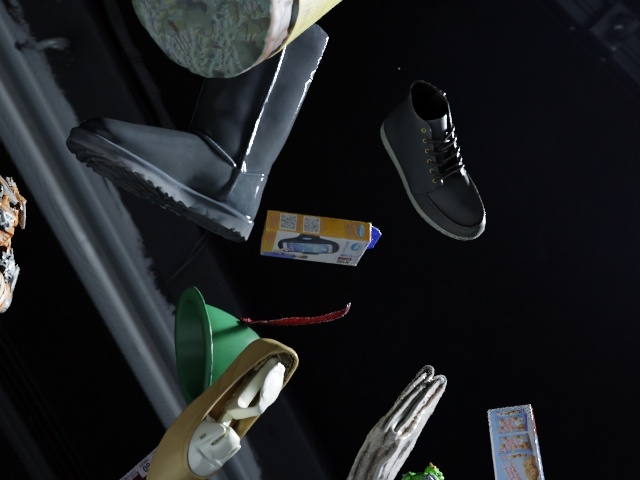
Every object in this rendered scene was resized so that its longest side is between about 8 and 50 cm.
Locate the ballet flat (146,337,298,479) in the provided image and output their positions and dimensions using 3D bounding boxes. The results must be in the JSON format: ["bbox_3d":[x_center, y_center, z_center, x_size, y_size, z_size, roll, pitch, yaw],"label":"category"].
[{"bbox_3d":[-0.107,0.202,0.753,0.073,0.232,0.080,-2,-50,44],"label":"ballet flat"}]

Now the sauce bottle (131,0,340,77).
[{"bbox_3d":[-0.008,-0.237,0.509,0.112,0.344,0.111,14,-52,19],"label":"sauce bottle"}]

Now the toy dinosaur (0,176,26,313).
[{"bbox_3d":[-0.382,0.023,0.668,0.165,0.322,0.218,-27,-43,-8],"label":"toy dinosaur"}]

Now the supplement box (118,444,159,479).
[{"bbox_3d":[-0.278,0.531,1.292,0.130,0.073,0.239,-41,-113,-14],"label":"supplement box"}]

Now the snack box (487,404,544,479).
[{"bbox_3d":[0.278,0.320,0.916,0.064,0.178,0.022,-14,-44,21],"label":"snack box"}]

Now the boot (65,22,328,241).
[{"bbox_3d":[-0.197,-0.270,1.161,0.367,0.146,0.444,32,-106,-40],"label":"boot"}]

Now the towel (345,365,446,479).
[{"bbox_3d":[0.085,0.317,0.914,0.049,0.187,0.282,32,-56,20],"label":"towel"}]

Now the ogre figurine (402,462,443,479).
[{"bbox_3d":[0.240,0.554,1.403,0.097,0.197,0.118,-36,-95,-6],"label":"ogre figurine"}]

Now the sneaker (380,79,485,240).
[{"bbox_3d":[0.164,-0.107,0.902,0.083,0.118,0.222,-30,-101,-18],"label":"sneaker"}]

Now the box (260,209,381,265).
[{"bbox_3d":[0.000,0.000,0.769,0.136,0.081,0.028,9,-114,-6],"label":"box"}]

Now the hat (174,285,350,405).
[{"bbox_3d":[-0.093,0.150,0.922,0.184,0.208,0.172,-1,-79,-26],"label":"hat"}]
